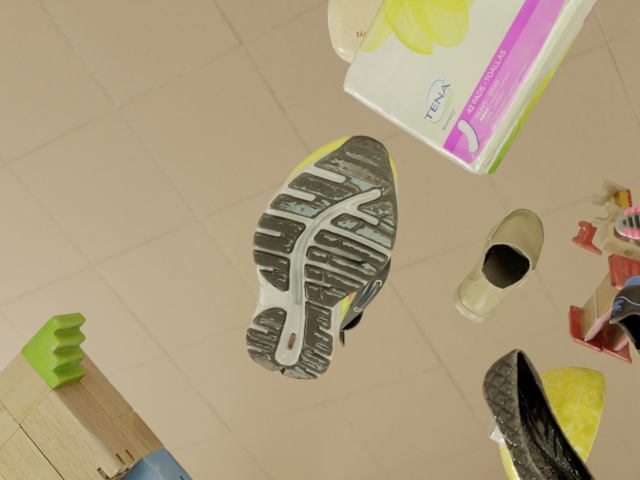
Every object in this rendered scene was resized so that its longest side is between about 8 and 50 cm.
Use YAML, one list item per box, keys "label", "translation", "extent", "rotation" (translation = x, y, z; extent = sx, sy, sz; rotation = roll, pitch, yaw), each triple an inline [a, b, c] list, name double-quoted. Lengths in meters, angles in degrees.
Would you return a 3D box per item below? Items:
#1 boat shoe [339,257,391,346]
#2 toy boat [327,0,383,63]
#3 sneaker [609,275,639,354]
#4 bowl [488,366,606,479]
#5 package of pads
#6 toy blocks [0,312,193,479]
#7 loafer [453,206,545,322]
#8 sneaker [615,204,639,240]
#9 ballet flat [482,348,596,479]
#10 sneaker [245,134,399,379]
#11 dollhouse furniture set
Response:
- label: "boat shoe"
  translation: [0.003, 0.120, 1.694]
  extent: [0.156, 0.187, 0.500]
  rotation: [5, 153, -15]
- label: "toy boat"
  translation: [0.140, -0.445, 1.531]
  extent: [0.267, 0.148, 0.318]
  rotation: [20, 129, 29]
- label: "sneaker"
  translation: [0.519, 0.157, 1.272]
  extent: [0.232, 0.090, 0.081]
  rotation: [40, 147, 4]
- label: "bowl"
  translation: [0.419, 0.358, 1.688]
  extent: [0.156, 0.289, 0.289]
  rotation: [23, 126, 7]
- label: "package of pads"
  translation: [0.184, -0.261, 1.084]
  extent: [0.229, 0.101, 0.296]
  rotation: [36, 112, 20]
- label: "toy blocks"
  translation: [-0.271, 0.293, 0.842]
  extent: [0.261, 0.191, 0.381]
  rotation: [46, 100, 11]
- label: "loafer"
  translation: [0.323, 0.031, 1.488]
  extent: [0.102, 0.268, 0.092]
  rotation: [38, 143, 1]
- label: "sneaker"
  translation: [0.424, -0.016, 1.067]
  extent: [0.119, 0.047, 0.057]
  rotation: [-3, 159, 30]
- label: "ballet flat"
  translation: [0.184, 0.165, 0.716]
  extent: [0.057, 0.173, 0.049]
  rotation: [-1, 133, -28]
- label: "sneaker"
  translation: [0.000, 0.000, 0.583]
  extent: [0.081, 0.094, 0.208]
  rotation: [22, 136, -2]
- label: "dollhouse furniture set"
  translation: [0.686, 0.065, 2.020]
  extent: [0.152, 0.374, 0.201]
  rotation: [20, 133, -4]
